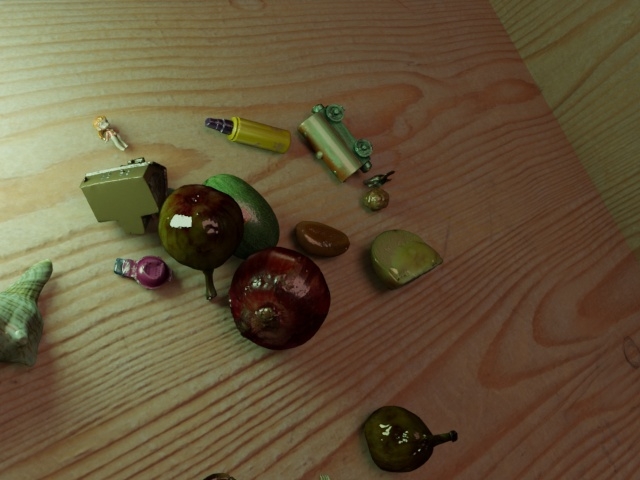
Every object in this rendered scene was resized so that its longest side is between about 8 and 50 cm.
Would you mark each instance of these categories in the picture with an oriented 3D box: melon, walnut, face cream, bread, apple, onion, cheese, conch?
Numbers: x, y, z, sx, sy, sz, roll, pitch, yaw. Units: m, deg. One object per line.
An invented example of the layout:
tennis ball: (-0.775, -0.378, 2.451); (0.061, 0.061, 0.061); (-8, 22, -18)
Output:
melon: (-0.221, -0.056, 1.720); (0.288, 0.182, 0.182); (45, 50, -6)
walnut: (0.190, -0.138, 2.122); (0.096, 0.079, 0.083); (-21, 120, -48)
face cream: (-0.225, -0.334, 1.926); (0.273, 0.078, 0.078); (10, 62, -32)
bread: (0.000, 0.000, 1.920); (0.189, 0.077, 0.114); (17, 39, -27)
apple: (0.254, 0.061, 2.044); (0.265, 0.120, 0.193); (-23, 69, -43)
onion: (-0.109, 0.156, 1.633); (0.276, 0.276, 0.276); (16, 59, -28)
cheese: (-0.450, 0.077, 1.586); (0.145, 0.038, 0.095); (14, 59, -23)
conch: (-0.668, 0.183, 1.301); (0.386, 0.169, 0.203); (-49, 124, -38)

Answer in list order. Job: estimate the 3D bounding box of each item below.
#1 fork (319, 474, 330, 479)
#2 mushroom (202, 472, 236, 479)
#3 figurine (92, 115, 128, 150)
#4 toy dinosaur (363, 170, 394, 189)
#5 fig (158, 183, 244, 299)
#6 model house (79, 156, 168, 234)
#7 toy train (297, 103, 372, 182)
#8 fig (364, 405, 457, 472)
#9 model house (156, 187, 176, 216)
fork: (0.017, 0.717, 1.598); (0.034, 0.028, 0.220); (16, 59, -32)
mushroom: (-0.238, 0.610, 1.458); (0.123, 0.052, 0.123); (15, 54, -22)
figurine: (-0.569, -0.287, 1.682); (0.109, 0.047, 0.064); (48, 41, -17)
toy dinosaur: (0.219, -0.217, 2.162); (0.187, 0.106, 0.044); (-13, 76, -38)
fig: (-0.303, 0.024, 1.582); (0.216, 0.321, 0.217); (4, 36, -3)
model house: (-0.483, -0.144, 1.627); (0.248, 0.180, 0.176); (-90, 169, -57)
toy train: (0.049, -0.327, 2.104); (0.177, 0.116, 0.285); (-41, 94, -29)
fig: (0.235, 0.550, 1.688); (0.190, 0.290, 0.191); (1, 86, -18)
model house: (-0.401, -0.097, 1.704); (0.078, 0.066, 0.083); (28, 35, -8)
